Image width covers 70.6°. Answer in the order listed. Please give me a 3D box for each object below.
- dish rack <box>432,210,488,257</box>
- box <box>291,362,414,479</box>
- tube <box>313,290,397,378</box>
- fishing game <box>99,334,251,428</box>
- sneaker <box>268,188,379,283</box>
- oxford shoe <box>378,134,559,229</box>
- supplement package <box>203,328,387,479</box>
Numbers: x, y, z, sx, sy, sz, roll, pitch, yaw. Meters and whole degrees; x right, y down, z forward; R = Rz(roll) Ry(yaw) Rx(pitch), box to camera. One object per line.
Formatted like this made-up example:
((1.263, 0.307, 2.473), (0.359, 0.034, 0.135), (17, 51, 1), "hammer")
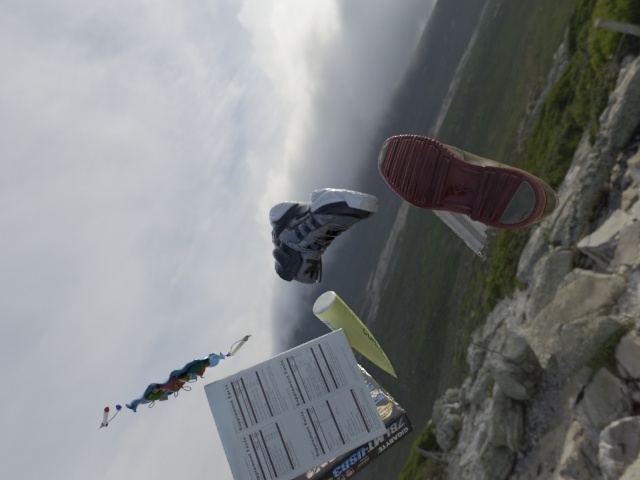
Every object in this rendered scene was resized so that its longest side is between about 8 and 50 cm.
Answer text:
((0.320, -0.117, 1.235), (0.072, 0.333, 0.285), (-46, 29, 15), "dish rack")
((0.028, 0.446, 1.111), (0.295, 0.073, 0.293), (-33, 25, -14), "box")
((0.081, 0.204, 0.974), (0.062, 0.240, 0.070), (-21, 32, 40), "tube")
((-0.250, 0.255, 0.799), (0.264, 0.041, 0.189), (-23, -17, -37), "fishing game")
((0.000, 0.000, 0.799), (0.268, 0.101, 0.153), (-8, 78, 51), "sneaker")
((0.254, -0.106, 0.828), (0.130, 0.348, 0.123), (-3, -62, -42), "oxford shoe")
((-0.050, 0.321, 0.854), (0.263, 0.198, 0.199), (-21, -18, -12), "supplement package")
